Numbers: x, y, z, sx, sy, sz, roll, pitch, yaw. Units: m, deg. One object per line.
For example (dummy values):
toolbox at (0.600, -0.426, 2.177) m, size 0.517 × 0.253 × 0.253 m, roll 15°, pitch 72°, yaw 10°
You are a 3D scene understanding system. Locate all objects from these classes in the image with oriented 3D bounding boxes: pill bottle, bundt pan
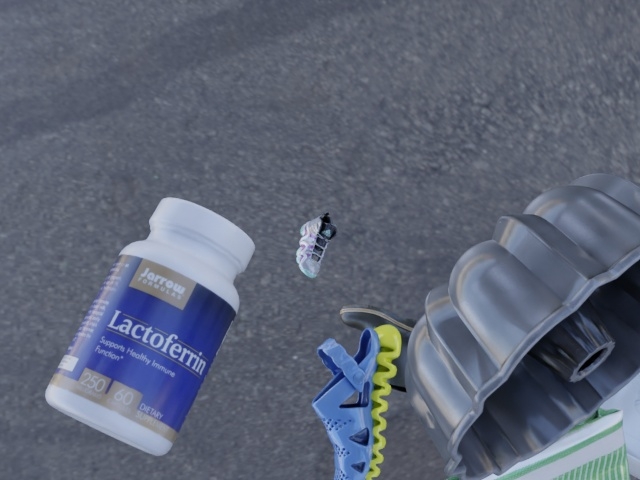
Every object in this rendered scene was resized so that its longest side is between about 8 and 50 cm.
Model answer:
pill bottle at (-0.185, 0.094, 1.118) m, size 0.153 × 0.153 × 0.264 m, roll 17°, pitch 71°, yaw 24°
bundt pan at (0.210, 0.069, 0.910) m, size 0.331 × 0.331 × 0.124 m, roll -48°, pitch 60°, yaw 13°

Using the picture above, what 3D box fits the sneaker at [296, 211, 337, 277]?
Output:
sneaker at (0.000, 0.000, 1.382) m, size 0.069 × 0.038 × 0.098 m, roll -38°, pitch 39°, yaw 37°

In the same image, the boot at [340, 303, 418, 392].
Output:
boot at (0.112, 0.204, 1.840) m, size 0.198 × 0.077 × 0.137 m, roll 14°, pitch 69°, yaw 23°

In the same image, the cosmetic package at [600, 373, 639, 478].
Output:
cosmetic package at (0.456, 0.200, 1.282) m, size 0.224 × 0.138 × 0.224 m, roll 28°, pitch 80°, yaw -4°

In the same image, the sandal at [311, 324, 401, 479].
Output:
sandal at (0.046, 0.294, 1.704) m, size 0.138 × 0.126 × 0.317 m, roll 12°, pitch 74°, yaw -14°

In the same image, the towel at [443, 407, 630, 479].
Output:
towel at (0.256, 0.362, 1.076) m, size 0.038 × 0.248 × 0.324 m, roll 22°, pitch 128°, yaw 62°
